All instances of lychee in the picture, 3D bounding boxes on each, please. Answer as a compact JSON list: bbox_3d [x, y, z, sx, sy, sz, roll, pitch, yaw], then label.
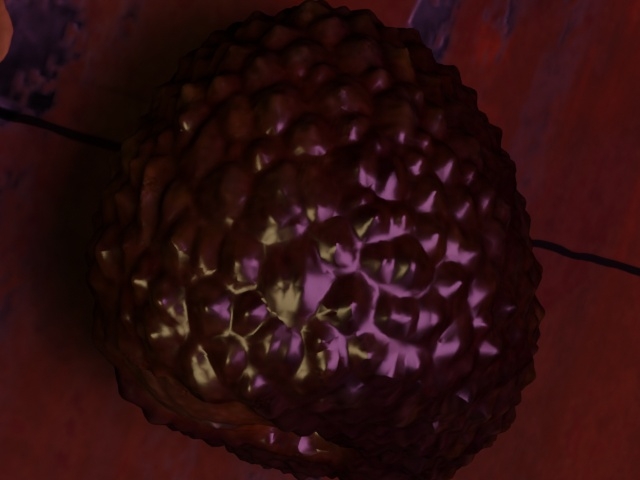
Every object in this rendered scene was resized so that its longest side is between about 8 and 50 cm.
[{"bbox_3d":[0.000,0.000,0.751,0.188,0.188,0.188,-12,111,-34],"label":"lychee"}]

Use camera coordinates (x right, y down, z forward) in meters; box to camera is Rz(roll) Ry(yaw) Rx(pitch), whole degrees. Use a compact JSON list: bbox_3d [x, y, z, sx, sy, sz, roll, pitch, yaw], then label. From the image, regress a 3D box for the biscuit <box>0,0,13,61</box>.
[{"bbox_3d":[-0.191,-0.082,0.667,0.184,0.027,0.133,42,79,-38],"label":"biscuit"}]
